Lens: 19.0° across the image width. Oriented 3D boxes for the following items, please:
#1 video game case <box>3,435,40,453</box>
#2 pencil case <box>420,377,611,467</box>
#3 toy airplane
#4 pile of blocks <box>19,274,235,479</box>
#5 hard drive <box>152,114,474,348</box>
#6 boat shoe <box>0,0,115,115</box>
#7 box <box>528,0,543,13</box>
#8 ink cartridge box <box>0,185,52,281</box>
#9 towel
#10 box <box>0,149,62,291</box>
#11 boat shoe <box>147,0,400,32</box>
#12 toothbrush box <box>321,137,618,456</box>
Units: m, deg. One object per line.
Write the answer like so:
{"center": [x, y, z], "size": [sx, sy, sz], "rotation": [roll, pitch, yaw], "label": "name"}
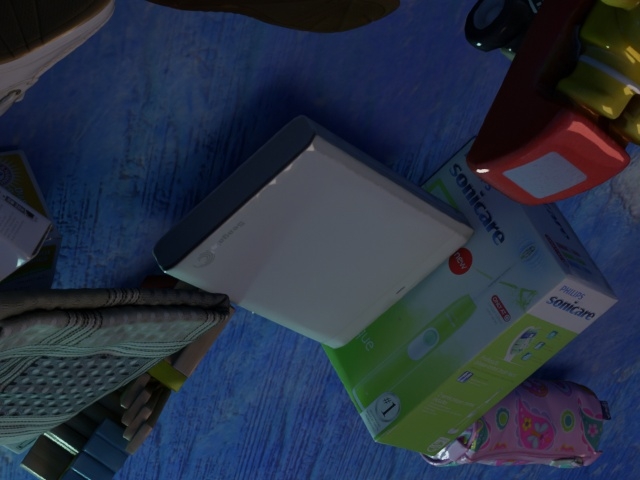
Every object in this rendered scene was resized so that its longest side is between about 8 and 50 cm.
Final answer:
{"center": [-0.322, 0.185, 2.050], "size": [0.087, 0.011, 0.122], "rotation": [-34, 148, 8], "label": "video game case"}
{"center": [0.250, 0.239, 2.483], "size": [0.284, 0.124, 0.124], "rotation": [8, 132, -44], "label": "pencil case"}
{"center": [0.304, -0.199, 1.434], "size": [0.386, 0.272, 0.384], "rotation": [-7, 123, -8], "label": "toy airplane"}
{"center": [-0.228, 0.166, 1.975], "size": [0.362, 0.112, 0.149], "rotation": [-53, -174, 21], "label": "pile of blocks"}
{"center": [0.000, 0.000, 1.918], "size": [0.203, 0.040, 0.307], "rotation": [-41, 146, 15], "label": "hard drive"}
{"center": [-0.281, -0.144, 1.555], "size": [0.277, 0.098, 0.096], "rotation": [-24, 149, 8], "label": "boat shoe"}
{"center": [0.253, -0.328, 1.637], "size": [0.296, 0.183, 0.294], "rotation": [-33, 148, 5], "label": "box"}
{"center": [-0.355, -0.029, 1.532], "size": [0.224, 0.045, 0.223], "rotation": [36, 146, -18], "label": "ink cartridge box"}
{"center": [-0.280, 0.124, 1.692], "size": [0.312, 0.056, 0.324], "rotation": [-30, 160, 34], "label": "towel"}
{"center": [-0.314, 0.028, 1.741], "size": [0.103, 0.114, 0.203], "rotation": [-11, 145, -26], "label": "box"}
{"center": [-0.064, -0.258, 1.553], "size": [0.123, 0.123, 0.342], "rotation": [-17, 165, 40], "label": "boat shoe"}
{"center": [0.145, 0.065, 2.075], "size": [0.283, 0.206, 0.122], "rotation": [-42, 146, 19], "label": "toothbrush box"}
